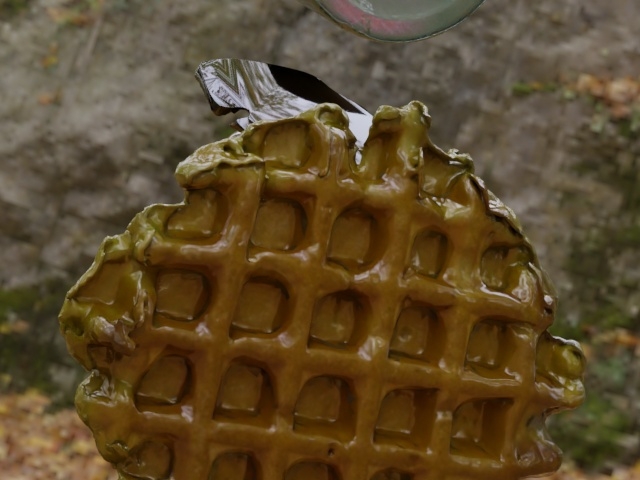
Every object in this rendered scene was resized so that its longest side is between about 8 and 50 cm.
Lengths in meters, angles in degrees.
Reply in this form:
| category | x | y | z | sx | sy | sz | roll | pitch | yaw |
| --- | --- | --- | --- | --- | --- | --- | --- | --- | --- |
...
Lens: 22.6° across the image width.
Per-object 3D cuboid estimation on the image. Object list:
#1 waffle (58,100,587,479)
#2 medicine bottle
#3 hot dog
| category | x | y | z | sx | sy | sz | roll | pitch | yaw |
| --- | --- | --- | --- | --- | --- | --- | --- | --- | --- |
| waffle | 0.010 | 0.083 | 0.949 | 0.325 | 0.302 | 0.068 | 57 | -15 | -16 |
| medicine bottle | 0.043 | -0.352 | 1.714 | 0.245 | 0.245 | 0.290 | 22 | 9 | -24 |
| hot dog | 0.004 | -0.001 | 1.233 | 0.194 | 0.107 | 0.326 | 4 | 37 | -30 |
